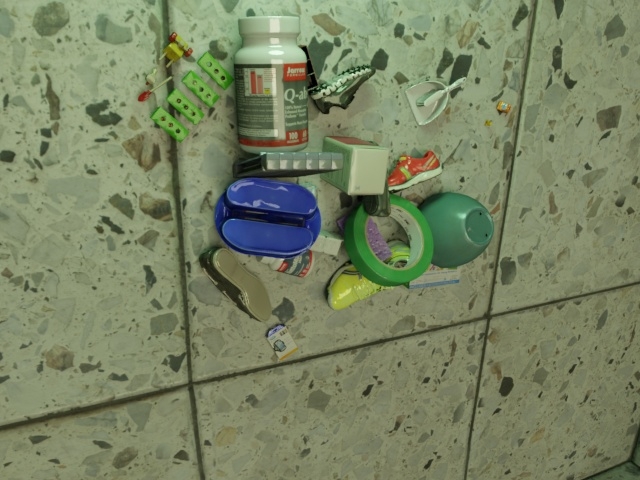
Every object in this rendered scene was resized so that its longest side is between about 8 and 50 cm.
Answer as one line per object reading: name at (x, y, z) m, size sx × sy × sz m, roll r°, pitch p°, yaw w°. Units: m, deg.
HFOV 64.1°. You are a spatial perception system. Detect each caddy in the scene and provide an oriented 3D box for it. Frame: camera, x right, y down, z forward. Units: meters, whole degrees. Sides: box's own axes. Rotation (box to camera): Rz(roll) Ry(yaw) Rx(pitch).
caddy at (-0.162, -0.068, 1.606) m, size 0.341 × 0.179 × 0.242 m, roll 8°, pitch 88°, yaw -8°

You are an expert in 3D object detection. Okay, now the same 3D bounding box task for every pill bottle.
pill bottle at (-0.120, 0.056, 1.731) m, size 0.180 × 0.108 × 0.108 m, roll 17°, pitch 101°, yaw -28°
pill bottle at (-0.141, -0.445, 1.474) m, size 0.210 × 0.210 × 0.363 m, roll -10°, pitch 113°, yaw -21°

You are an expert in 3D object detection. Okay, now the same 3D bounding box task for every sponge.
sponge at (0.157, -0.007, 1.829) m, size 0.117 × 0.031 × 0.210 m, roll -32°, pitch 91°, yaw -13°

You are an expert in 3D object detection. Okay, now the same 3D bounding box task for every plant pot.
plant pot at (0.521, -0.045, 1.884) m, size 0.290 × 0.195 × 0.291 m, roll 2°, pitch 86°, yaw -24°

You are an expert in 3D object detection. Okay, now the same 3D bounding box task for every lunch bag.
lunch bag at (-0.035, -0.149, 1.706) m, size 0.053 × 0.083 × 0.071 m, roll -12°, pitch 113°, yaw -20°

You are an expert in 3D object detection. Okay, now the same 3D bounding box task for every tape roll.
tape roll at (0.240, -0.002, 1.780) m, size 0.321 × 0.077 × 0.322 m, roll 8°, pitch 70°, yaw -24°

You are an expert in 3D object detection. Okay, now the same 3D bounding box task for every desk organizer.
desk organizer at (-0.051, -0.531, 1.575) m, size 0.047 × 0.050 × 0.130 m, roll -27°, pitch 118°, yaw -14°

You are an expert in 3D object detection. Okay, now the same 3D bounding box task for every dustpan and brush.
dustpan and brush at (0.415, -0.514, 1.790) m, size 0.211 × 0.060 × 0.147 m, roll -36°, pitch 119°, yaw -9°

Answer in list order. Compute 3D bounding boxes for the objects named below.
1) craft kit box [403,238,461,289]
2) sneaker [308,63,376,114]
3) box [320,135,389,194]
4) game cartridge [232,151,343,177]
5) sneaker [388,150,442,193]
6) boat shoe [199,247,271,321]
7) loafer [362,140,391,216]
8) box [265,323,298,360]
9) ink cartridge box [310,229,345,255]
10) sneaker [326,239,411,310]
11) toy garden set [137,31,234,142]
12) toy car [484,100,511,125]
craft kit box at (0.454, 0.060, 2.029) m, size 0.249 × 0.061 × 0.247 m, roll -4°, pitch 113°, yaw -24°
sneaker at (0.080, -0.481, 1.643) m, size 0.234 × 0.078 × 0.106 m, roll -29°, pitch 121°, yaw -8°
box at (0.104, -0.245, 1.648) m, size 0.126 × 0.232 × 0.149 m, roll -2°, pitch 110°, yaw -23°
game cartridge at (-0.104, -0.220, 1.495) m, size 0.230 × 0.355 × 0.068 m, roll -8°, pitch 96°, yaw -24°
sneaker at (0.295, -0.243, 1.830) m, size 0.278 × 0.107 × 0.119 m, roll -22°, pitch 90°, yaw -11°
boat shoe at (-0.280, 0.149, 1.714) m, size 0.335 × 0.095 × 0.112 m, roll 57°, pitch 45°, yaw -33°
loafer at (0.191, -0.205, 1.747) m, size 0.084 × 0.096 × 0.268 m, roll 11°, pitch 70°, yaw -39°
box at (-0.145, 0.369, 1.883) m, size 0.081 × 0.028 × 0.136 m, roll -31°, pitch 116°, yaw -11°
ink cartridge box at (0.000, 0.000, 1.766) m, size 0.180 × 0.104 × 0.060 m, roll 13°, pitch 103°, yaw -28°
sneaker at (0.191, 0.133, 1.880) m, size 0.384 × 0.147 × 0.145 m, roll -35°, pitch 121°, yaw -8°
toy garden set at (-0.401, -0.439, 1.452) m, size 0.244 × 0.049 × 0.204 m, roll -49°, pitch 122°, yaw 0°
toy car at (0.683, -0.473, 1.942) m, size 0.060 × 0.040 × 0.122 m, roll 32°, pitch 93°, yaw -31°
